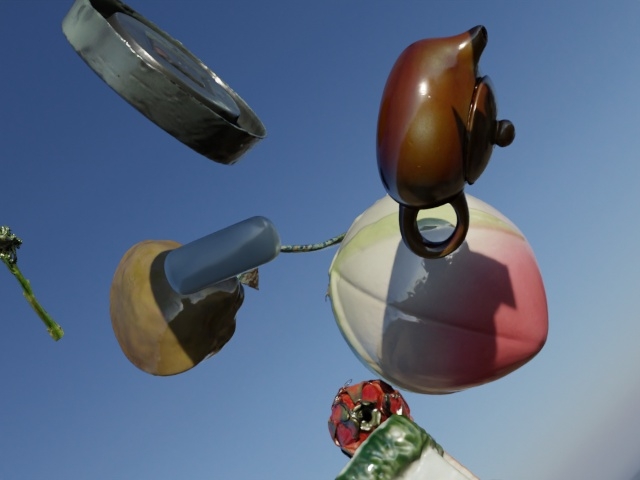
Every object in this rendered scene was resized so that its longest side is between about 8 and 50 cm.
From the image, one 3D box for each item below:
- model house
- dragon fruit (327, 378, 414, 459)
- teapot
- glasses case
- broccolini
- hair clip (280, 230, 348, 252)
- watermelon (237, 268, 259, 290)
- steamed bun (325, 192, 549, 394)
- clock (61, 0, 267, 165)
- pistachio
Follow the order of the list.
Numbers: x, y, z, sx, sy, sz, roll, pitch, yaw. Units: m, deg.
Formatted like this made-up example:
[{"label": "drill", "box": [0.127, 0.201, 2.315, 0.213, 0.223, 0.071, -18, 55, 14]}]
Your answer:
[{"label": "model house", "box": [0.168, 0.370, 1.085, 0.190, 0.300, 0.271, -51, -38, -13]}, {"label": "dragon fruit", "box": [0.110, 0.396, 2.105, 0.274, 0.193, 0.192, 46, -128, -61]}, {"label": "teapot", "box": [0.131, -0.096, 0.989, 0.178, 0.135, 0.252, -42, -43, -60]}, {"label": "glasses case", "box": [-0.137, 0.021, 1.335, 0.178, 0.067, 0.045, -22, -3, 20]}, {"label": "broccolini", "box": [-0.561, 0.077, 1.825, 0.071, 0.254, 0.057, -9, 29, 41]}, {"label": "hair clip", "box": [0.001, 0.002, 1.895, 0.229, 0.036, 0.066, -13, -6, -20]}, {"label": "watermelon", "box": [-0.182, 0.072, 2.095, 0.121, 0.098, 0.158, -28, -39, -32]}, {"label": "steamed bun", "box": [0.184, 0.081, 1.326, 0.309, 0.309, 0.309, -37, -24, -20]}, {"label": "clock", "box": [-0.187, -0.197, 1.162, 0.055, 0.280, 0.280, -49, -23, 11]}, {"label": "pistachio", "box": [-0.255, 0.107, 1.576, 0.213, 0.260, 0.163, -48, -41, -20]}]
